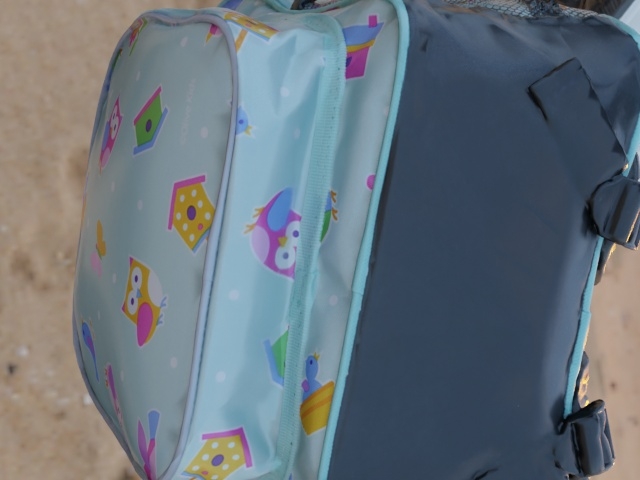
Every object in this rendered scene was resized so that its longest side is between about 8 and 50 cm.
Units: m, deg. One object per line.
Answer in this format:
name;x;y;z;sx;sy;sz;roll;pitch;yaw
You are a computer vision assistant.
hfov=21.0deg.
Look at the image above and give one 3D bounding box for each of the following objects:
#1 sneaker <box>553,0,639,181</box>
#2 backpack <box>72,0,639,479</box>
sneaker;0.201;-0.034;1.092;0.257;0.447;0.169;28;23;-24
backpack;0.000;0.000;0.532;0.188;0.144;0.165;-146;-119;-75
